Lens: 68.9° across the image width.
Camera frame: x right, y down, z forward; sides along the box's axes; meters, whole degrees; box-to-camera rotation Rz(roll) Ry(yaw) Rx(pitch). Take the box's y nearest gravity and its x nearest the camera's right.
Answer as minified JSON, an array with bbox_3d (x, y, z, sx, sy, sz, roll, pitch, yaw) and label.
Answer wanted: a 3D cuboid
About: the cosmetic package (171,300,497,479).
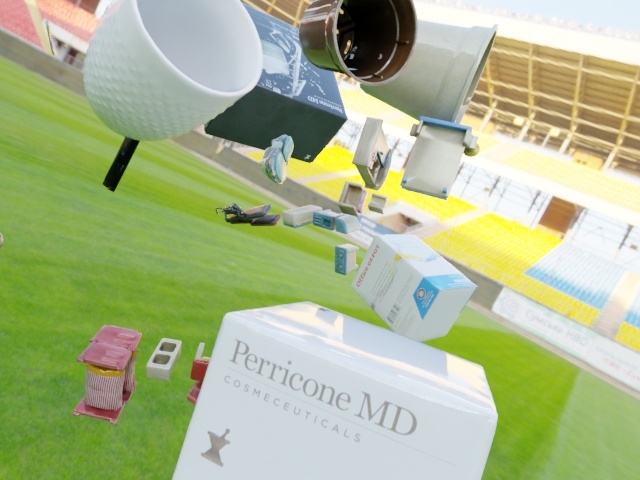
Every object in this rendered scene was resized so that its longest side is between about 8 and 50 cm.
[{"bbox_3d":[0.017,0.325,0.651,0.329,0.394,0.327,17,0,17],"label":"cosmetic package"}]

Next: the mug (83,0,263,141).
[{"bbox_3d":[-0.323,-0.394,0.973,0.328,0.375,0.276,-19,-32,41],"label":"mug"}]

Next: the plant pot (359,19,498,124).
[{"bbox_3d":[0.291,-0.487,1.332,0.305,0.334,0.334,25,4,13],"label":"plant pot"}]

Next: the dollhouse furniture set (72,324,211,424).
[{"bbox_3d":[-0.441,0.381,1.254,0.373,0.202,0.152,13,25,-4],"label":"dollhouse furniture set"}]

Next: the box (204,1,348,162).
[{"bbox_3d":[-0.200,-0.616,1.836,0.479,0.297,0.472,10,55,-33],"label":"box"}]

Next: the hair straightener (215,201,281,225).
[{"bbox_3d":[-0.212,-0.082,1.269,0.230,0.047,0.089,6,-34,44],"label":"hair straightener"}]

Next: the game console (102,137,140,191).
[{"bbox_3d":[-0.569,-0.294,1.402,0.043,0.213,0.361,27,16,-25],"label":"game console"}]

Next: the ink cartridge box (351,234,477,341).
[{"bbox_3d":[0.231,0.115,1.189,0.168,0.171,0.233,0,34,-41],"label":"ink cartridge box"}]

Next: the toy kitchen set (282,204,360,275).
[{"bbox_3d":[0.000,0.000,1.384,0.207,0.166,0.122,17,24,42],"label":"toy kitchen set"}]

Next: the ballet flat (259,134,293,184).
[{"bbox_3d":[-0.105,-0.179,1.061,0.070,0.070,0.188,26,33,-10],"label":"ballet flat"}]

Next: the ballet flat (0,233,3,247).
[{"bbox_3d":[-0.897,-0.029,1.105,0.249,0.084,0.058,21,-23,-26],"label":"ballet flat"}]

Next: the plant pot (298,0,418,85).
[{"bbox_3d":[0.053,-0.362,0.812,0.166,0.167,0.165,24,6,-36],"label":"plant pot"}]

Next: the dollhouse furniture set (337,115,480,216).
[{"bbox_3d":[0.249,-0.163,1.271,0.303,0.287,0.198,16,-9,20],"label":"dollhouse furniture set"}]

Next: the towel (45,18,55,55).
[{"bbox_3d":[-0.764,-0.573,1.318,0.009,0.083,0.060,-13,43,-26],"label":"towel"}]
